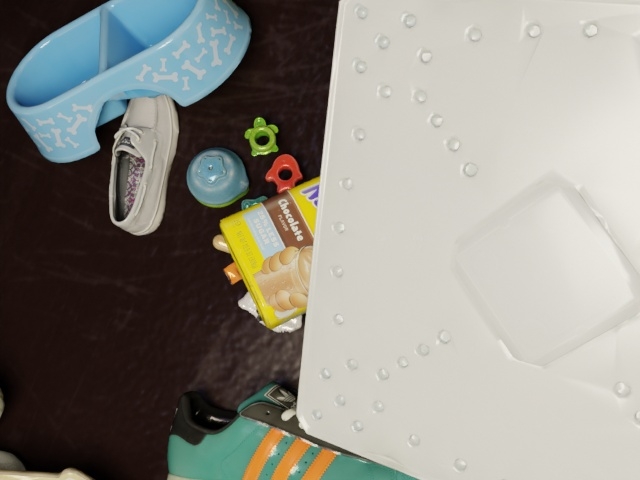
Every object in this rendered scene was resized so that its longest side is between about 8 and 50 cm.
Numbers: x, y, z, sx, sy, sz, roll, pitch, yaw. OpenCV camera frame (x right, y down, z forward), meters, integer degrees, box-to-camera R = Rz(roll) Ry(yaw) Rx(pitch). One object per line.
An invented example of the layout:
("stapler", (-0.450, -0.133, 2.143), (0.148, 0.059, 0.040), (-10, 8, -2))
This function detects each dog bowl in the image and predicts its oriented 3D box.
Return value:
("dog bowl", (-0.224, -0.204, 0.817), (0.297, 0.074, 0.166), (-23, 50, 13))

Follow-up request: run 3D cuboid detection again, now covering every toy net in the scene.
("toy net", (-0.060, -0.012, 0.790), (0.122, 0.045, 0.232), (-24, 78, -3))

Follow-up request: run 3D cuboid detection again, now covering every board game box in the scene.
("board game box", (0.173, 0.023, 0.543), (0.389, 0.050, 0.390), (14, 106, 29))

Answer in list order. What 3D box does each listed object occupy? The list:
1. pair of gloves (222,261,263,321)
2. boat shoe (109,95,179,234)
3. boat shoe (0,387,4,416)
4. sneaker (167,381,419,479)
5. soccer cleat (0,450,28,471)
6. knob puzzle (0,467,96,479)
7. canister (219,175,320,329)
("pair of gloves", (-0.052, 0.040, 0.749), (0.074, 0.010, 0.083), (-36, 78, -10))
("boat shoe", (-0.213, -0.100, 0.836), (0.066, 0.063, 0.184), (8, 85, 19))
("boat shoe", (-0.585, 0.266, 0.842), (0.500, 0.187, 0.156), (-31, 80, 17))
("sneaker", (-0.020, 0.201, 0.708), (0.302, 0.108, 0.121), (-5, 85, 18))
("soccer cleat", (-0.470, 0.362, 0.808), (0.116, 0.143, 0.331), (43, 95, 20))
("knob puzzle", (-0.275, 0.330, 0.762), (0.213, 0.030, 0.213), (-2, 107, -8))
("canister", (0.000, 0.000, 0.718), (0.169, 0.073, 0.126), (-25, 75, -10))
